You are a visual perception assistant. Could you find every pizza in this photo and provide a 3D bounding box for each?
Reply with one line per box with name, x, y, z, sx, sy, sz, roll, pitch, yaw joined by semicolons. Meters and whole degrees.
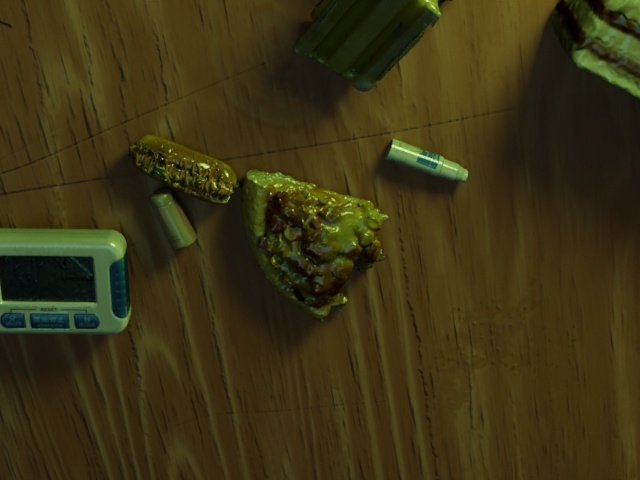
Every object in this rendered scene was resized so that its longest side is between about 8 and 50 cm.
pizza;0.000;0.000;2.119;0.228;0.081;0.289;-19;113;12

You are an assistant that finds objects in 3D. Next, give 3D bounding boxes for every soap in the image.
soap;0.072;-0.316;1.897;0.135;0.076;0.233;29;146;-12

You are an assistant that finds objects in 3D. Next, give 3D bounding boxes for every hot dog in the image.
hot dog;-0.211;-0.107;2.090;0.188;0.055;0.072;22;115;-7

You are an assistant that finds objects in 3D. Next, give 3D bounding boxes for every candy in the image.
candy;0.496;-0.265;1.895;0.320;0.179;0.135;27;117;-10

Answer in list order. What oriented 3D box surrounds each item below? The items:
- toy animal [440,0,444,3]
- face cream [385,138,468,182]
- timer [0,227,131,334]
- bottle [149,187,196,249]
toy animal;0.066;-0.431;1.885;0.324;0.090;0.195;19;123;-7
face cream;0.166;-0.120;2.072;0.130;0.034;0.034;20;117;-6
timer;-0.437;0.063;2.181;0.253;0.078;0.178;2;115;1
bottle;-0.236;-0.035;2.135;0.045;0.045;0.096;-20;114;13
